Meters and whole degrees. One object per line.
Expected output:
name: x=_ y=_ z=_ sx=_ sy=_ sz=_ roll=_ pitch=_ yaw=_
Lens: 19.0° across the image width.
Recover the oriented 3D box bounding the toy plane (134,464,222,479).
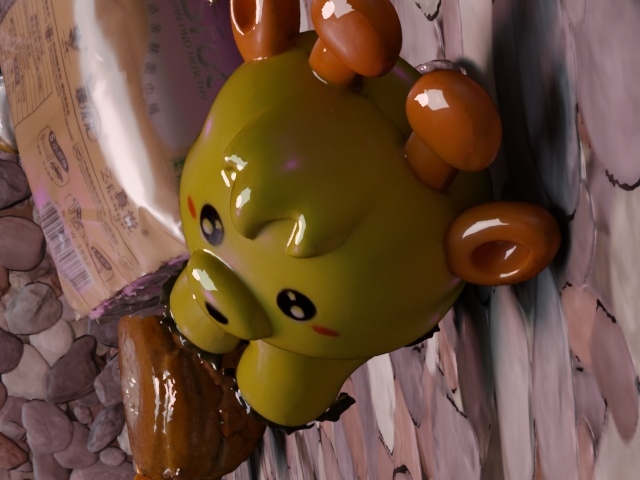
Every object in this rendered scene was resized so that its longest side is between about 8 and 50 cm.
toy plane: x=-0.122 y=0.082 z=1.761 sx=0.204 sy=0.103 sz=0.316 roll=101 pitch=166 yaw=-61

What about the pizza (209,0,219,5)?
pizza: x=-0.088 y=-0.307 z=1.021 sx=0.440 sy=0.130 sz=0.406 roll=95 pitch=168 yaw=-57

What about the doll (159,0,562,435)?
doll: x=0.012 y=-0.013 z=0.672 sx=0.143 sy=0.135 sz=0.221 roll=47 pitch=155 yaw=13

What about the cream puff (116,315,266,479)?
cream puff: x=-0.095 y=0.113 z=1.499 sx=0.150 sy=0.115 sz=0.165 roll=-123 pitch=35 yaw=-56

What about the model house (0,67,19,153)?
model house: x=-0.264 y=-0.194 z=1.627 sx=0.184 sy=0.291 sz=0.253 roll=-74 pitch=-29 yaw=-42

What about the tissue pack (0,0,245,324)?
tissue pack: x=-0.127 y=-0.089 z=1.252 sx=0.215 sy=0.123 sz=0.256 roll=-31 pitch=76 yaw=56
